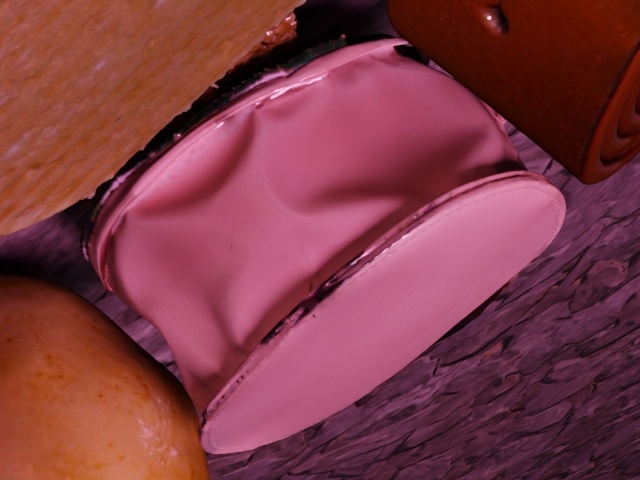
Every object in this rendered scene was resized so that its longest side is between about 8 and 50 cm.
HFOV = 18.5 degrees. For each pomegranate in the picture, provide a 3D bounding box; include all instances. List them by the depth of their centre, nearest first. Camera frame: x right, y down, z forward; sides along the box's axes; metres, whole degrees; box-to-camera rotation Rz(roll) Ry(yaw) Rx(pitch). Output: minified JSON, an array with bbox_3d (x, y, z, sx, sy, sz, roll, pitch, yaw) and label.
[{"bbox_3d":[-0.155,0.127,0.933,0.233,0.233,0.233,-28,161,-10],"label":"pomegranate"}]

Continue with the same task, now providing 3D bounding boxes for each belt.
[{"bbox_3d":[0.137,-0.160,0.736,0.217,0.122,0.338,-41,165,-32],"label":"belt"}]

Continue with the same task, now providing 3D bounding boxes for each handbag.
[{"bbox_3d":[-0.001,-0.001,0.878,0.205,0.116,0.179,-41,159,23],"label":"handbag"}]

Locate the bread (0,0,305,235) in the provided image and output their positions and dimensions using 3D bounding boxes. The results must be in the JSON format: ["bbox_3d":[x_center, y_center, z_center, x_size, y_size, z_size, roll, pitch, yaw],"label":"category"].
[{"bbox_3d":[-0.076,-0.101,0.710,0.286,0.056,0.207,-41,161,17],"label":"bread"}]

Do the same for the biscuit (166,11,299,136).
[{"bbox_3d":[-0.042,-0.056,0.913,0.064,0.034,0.199,-28,162,-12],"label":"biscuit"}]
